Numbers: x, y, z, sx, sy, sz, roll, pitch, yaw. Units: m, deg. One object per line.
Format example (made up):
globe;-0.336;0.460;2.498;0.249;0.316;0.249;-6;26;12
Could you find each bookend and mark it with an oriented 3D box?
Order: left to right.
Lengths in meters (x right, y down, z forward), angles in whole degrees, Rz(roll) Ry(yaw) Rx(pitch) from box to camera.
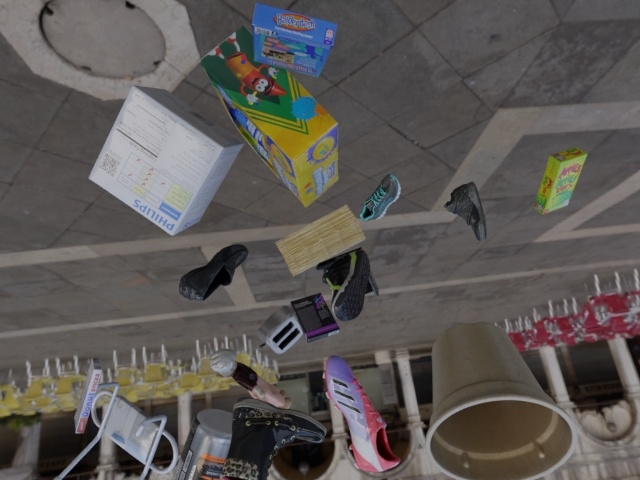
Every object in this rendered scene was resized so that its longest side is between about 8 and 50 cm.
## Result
bookend;0.089;0.124;1.429;0.157;0.156;0.072;-21;-173;11

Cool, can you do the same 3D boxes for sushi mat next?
sushi mat;0.000;0.000;1.652;0.317;0.151;0.019;-28;168;4

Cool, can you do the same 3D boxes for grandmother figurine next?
grandmother figurine;-0.247;0.493;1.532;0.342;0.104;0.208;45;160;-25

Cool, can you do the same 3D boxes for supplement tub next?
supplement tub;-0.376;0.767;1.475;0.207;0.337;0.207;18;178;1

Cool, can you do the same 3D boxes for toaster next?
toaster;-0.170;0.390;1.884;0.227;0.129;0.146;-41;-164;-15

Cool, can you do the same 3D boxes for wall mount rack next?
wall mount rack;-0.570;0.573;1.192;0.350;0.303;0.130;20;179;26

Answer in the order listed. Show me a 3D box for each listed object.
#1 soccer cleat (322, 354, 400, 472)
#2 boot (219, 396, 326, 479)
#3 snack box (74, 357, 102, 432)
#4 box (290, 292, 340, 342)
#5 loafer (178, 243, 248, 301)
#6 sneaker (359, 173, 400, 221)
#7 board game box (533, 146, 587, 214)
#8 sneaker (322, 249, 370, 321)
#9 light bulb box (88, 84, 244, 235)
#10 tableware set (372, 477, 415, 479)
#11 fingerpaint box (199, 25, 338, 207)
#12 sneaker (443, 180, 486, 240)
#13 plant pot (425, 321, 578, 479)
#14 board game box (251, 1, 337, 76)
soccer cleat;0.084;0.354;0.914;0.095;0.247;0.083;-25;169;31
boot;-0.105;0.476;0.997;0.237;0.178;0.085;24;131;-13
snack box;-0.596;0.396;1.122;0.022;0.178;0.064;14;-172;-35
box;-0.020;0.258;1.480;0.116;0.162;0.029;-14;141;-20
loafer;-0.240;0.079;1.055;0.223;0.078;0.076;-41;152;-51
sneaker;0.158;-0.108;1.190;0.076;0.065;0.166;-27;153;-37
board game box;0.680;-0.167;1.249;0.092;0.043;0.181;-19;135;-13
sneaker;0.049;0.104;1.005;0.097;0.084;0.234;-8;-155;22
light bulb box;-0.525;-0.277;1.521;0.361;0.358;0.225;-54;-178;17
tableware set;0.161;0.639;1.087;0.141;0.020;0.169;-10;-178;23
fingerpaint box;-0.124;-0.326;1.295;0.163;0.371;0.445;-41;172;-5
sneaker;0.554;-0.098;1.672;0.130;0.227;0.087;-18;177;27
plant pot;0.422;0.389;1.128;0.334;0.305;0.333;2;122;4
board game box;-0.062;-0.417;0.932;0.160;0.047;0.210;11;-178;-9
